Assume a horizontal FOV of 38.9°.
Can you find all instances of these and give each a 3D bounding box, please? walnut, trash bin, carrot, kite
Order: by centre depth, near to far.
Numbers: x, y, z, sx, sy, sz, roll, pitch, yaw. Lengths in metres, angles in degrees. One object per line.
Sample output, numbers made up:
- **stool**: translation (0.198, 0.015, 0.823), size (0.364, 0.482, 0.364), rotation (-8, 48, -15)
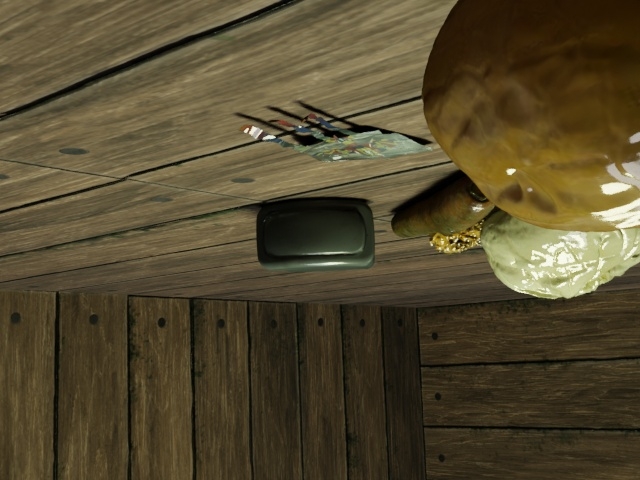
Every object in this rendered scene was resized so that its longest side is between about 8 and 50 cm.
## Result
- **walnut**: translation (0.167, -0.092, 0.525), size (0.193, 0.193, 0.226), rotation (1, 175, -20)
- **kite**: translation (0.014, -0.105, 0.955), size (0.141, 0.015, 0.245), rotation (-8, 173, 30)
- **carrot**: translation (0.169, -0.037, 1.309), size (0.070, 0.070, 0.342), rotation (0, 173, -13)
- **trash bin**: translation (0.000, 0.000, 1.406), size (0.177, 0.101, 0.236), rotation (-5, 174, 7)

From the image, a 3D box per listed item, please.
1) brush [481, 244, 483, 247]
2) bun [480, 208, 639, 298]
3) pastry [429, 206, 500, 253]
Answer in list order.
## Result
- **brush**: translation (0.367, -0.046, 1.327), size (0.272, 0.013, 0.103), rotation (-16, -161, 39)
- **bun**: translation (0.335, 0.000, 1.198), size (0.229, 0.145, 0.229), rotation (-16, 174, -2)
- **pastry**: translation (0.234, -0.024, 1.364), size (0.140, 0.056, 0.080), rotation (-12, -150, 45)
